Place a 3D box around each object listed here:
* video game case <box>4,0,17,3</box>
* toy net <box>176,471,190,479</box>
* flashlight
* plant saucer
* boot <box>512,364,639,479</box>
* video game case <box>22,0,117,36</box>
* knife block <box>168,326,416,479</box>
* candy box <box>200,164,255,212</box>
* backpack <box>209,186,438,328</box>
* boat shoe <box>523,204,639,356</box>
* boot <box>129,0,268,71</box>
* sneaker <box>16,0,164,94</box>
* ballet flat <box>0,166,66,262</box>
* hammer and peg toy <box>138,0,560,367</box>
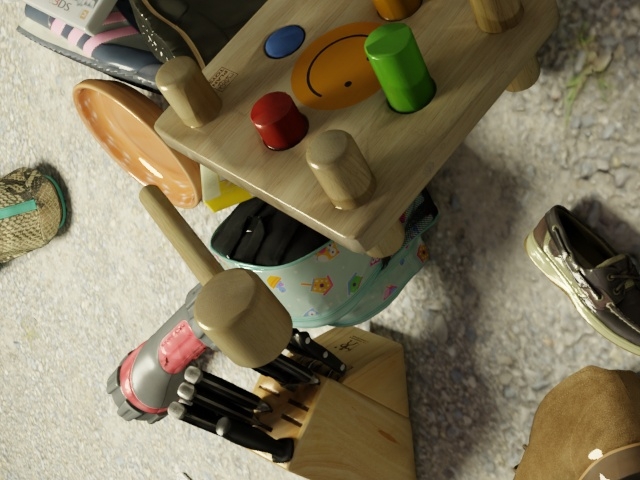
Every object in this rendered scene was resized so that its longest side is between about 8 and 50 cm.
[{"bbox_3d":[-0.494,-0.506,1.332,0.204,0.025,0.285,43,143,29],"label":"video game case"},{"bbox_3d":[-0.155,0.435,1.339,0.232,0.045,0.122,60,139,13],"label":"toy net"},{"bbox_3d":[-0.175,0.143,1.209,0.103,0.103,0.304,42,137,-7],"label":"flashlight"},{"bbox_3d":[-0.212,-0.120,1.135,0.200,0.037,0.200,36,160,15],"label":"plant saucer"},{"bbox_3d":[0.211,0.223,0.833,0.305,0.112,0.115,115,154,-44],"label":"boot"},{"bbox_3d":[-0.264,-0.343,1.097,0.173,0.022,0.190,30,88,37],"label":"video game case"},{"bbox_3d":[-0.023,0.193,0.929,0.088,0.242,0.275,17,123,45],"label":"knife block"},{"bbox_3d":[-0.016,-0.105,0.867,0.206,0.027,0.105,-20,53,13],"label":"candy box"},{"bbox_3d":[0.000,0.000,0.887,0.166,0.188,0.144,15,133,43],"label":"backpack"},{"bbox_3d":[0.225,0.031,0.749,0.152,0.056,0.049,44,138,28],"label":"boat shoe"},{"bbox_3d":[-0.120,-0.244,1.000,0.198,0.137,0.077,52,167,40],"label":"boot"},{"bbox_3d":[-0.230,-0.256,1.118,0.319,0.112,0.131,26,94,27],"label":"sneaker"},{"bbox_3d":[-0.592,-0.011,1.550,0.483,0.182,0.164,-15,94,50],"label":"ballet flat"},{"bbox_3d":[-0.018,-0.099,0.759,0.266,0.361,0.127,31,165,38],"label":"hammer and peg toy"}]
